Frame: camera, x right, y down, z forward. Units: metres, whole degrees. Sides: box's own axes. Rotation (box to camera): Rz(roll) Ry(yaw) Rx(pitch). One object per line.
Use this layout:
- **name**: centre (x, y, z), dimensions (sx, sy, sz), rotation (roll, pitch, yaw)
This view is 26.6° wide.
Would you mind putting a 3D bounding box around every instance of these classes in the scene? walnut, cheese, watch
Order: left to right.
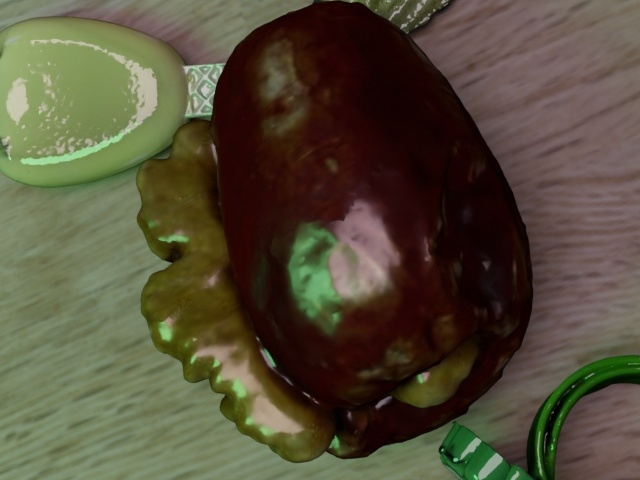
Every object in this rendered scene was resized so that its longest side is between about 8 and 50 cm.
- **cheese**: centre (-0.120, -0.108, 0.989), dimensions (0.251, 0.054, 0.127), rotation (-4, 88, 12)
- **walnut**: centre (0.000, 0.000, 0.875), dimensions (0.244, 0.222, 0.269), rotation (-24, 66, -2)
- **watch**: centre (0.180, 0.137, 0.868), dimensions (0.165, 0.131, 0.152), rotation (42, 85, 13)

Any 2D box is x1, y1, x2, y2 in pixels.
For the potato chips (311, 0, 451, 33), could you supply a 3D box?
- **potato chips**: centre (0.077, -0.215, 0.962), dimensions (0.207, 0.028, 0.092), rotation (-42, 80, 9)
